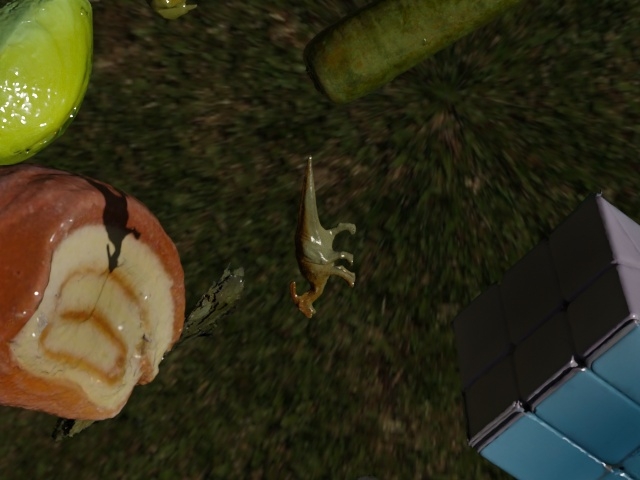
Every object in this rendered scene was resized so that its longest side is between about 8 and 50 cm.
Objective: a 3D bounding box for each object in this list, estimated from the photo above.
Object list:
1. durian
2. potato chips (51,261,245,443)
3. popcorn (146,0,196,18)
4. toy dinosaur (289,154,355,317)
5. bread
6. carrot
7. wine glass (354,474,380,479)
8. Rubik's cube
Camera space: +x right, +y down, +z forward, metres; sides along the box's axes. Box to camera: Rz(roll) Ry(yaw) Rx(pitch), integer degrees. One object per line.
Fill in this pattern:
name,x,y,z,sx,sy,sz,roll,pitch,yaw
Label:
durian,-0.320,-0.154,1.598,0.250,0.101,0.139,-51,119,-17
potato chips,-0.153,0.103,1.414,0.029,0.220,0.202,47,135,8
popcorn,-0.014,-0.341,1.144,0.321,0.290,0.325,-37,131,27
toy dinosaur,0.004,0.001,0.973,0.041,0.026,0.113,8,122,4
bread,-0.203,0.043,1.182,0.123,0.244,0.190,23,85,28
carrot,0.147,-0.233,1.421,0.358,0.074,0.074,-29,92,4
wine glass,0.097,0.356,1.631,0.241,0.126,0.126,41,98,25
Rubik's cube,0.295,0.130,1.594,0.231,0.221,0.224,34,117,-21
